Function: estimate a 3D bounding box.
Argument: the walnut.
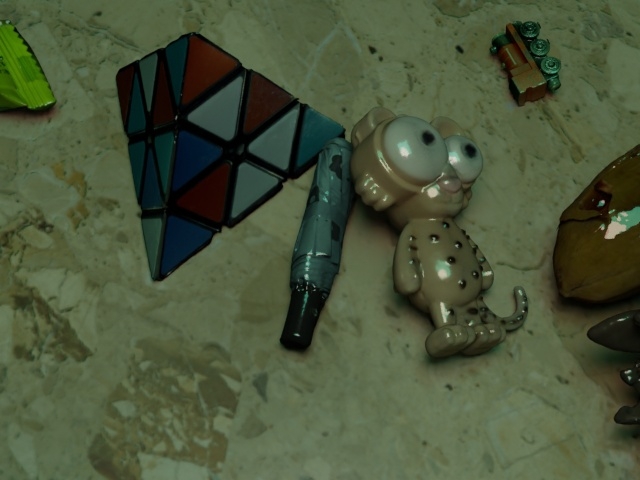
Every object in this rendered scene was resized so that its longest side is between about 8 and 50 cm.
[{"bbox_3d":[0.340,-0.022,1.244,0.245,0.137,0.137,-36,69,-16],"label":"walnut"}]

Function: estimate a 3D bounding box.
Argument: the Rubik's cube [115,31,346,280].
[{"bbox_3d":[-0.170,-0.075,1.276,0.250,0.284,0.234,12,82,31],"label":"Rubik's cube"}]

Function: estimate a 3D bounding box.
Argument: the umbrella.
[{"bbox_3d":[0.001,-0.001,1.253,0.052,0.053,0.250,13,62,2],"label":"umbrella"}]

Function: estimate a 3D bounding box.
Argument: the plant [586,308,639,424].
[{"bbox_3d":[0.428,0.080,1.156,0.321,0.194,0.181,-20,83,-20],"label":"plant"}]

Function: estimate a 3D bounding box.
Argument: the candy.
[{"bbox_3d":[-0.435,-0.170,1.314,0.246,0.069,0.149,-25,64,-16],"label":"candy"}]

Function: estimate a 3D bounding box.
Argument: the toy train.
[{"bbox_3d":[0.242,-0.214,1.386,0.064,0.044,0.103,-23,65,-2],"label":"toy train"}]

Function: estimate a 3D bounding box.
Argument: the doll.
[{"bbox_3d":[0.123,-0.013,1.235,0.154,0.119,0.278,-10,72,-38],"label":"doll"}]
